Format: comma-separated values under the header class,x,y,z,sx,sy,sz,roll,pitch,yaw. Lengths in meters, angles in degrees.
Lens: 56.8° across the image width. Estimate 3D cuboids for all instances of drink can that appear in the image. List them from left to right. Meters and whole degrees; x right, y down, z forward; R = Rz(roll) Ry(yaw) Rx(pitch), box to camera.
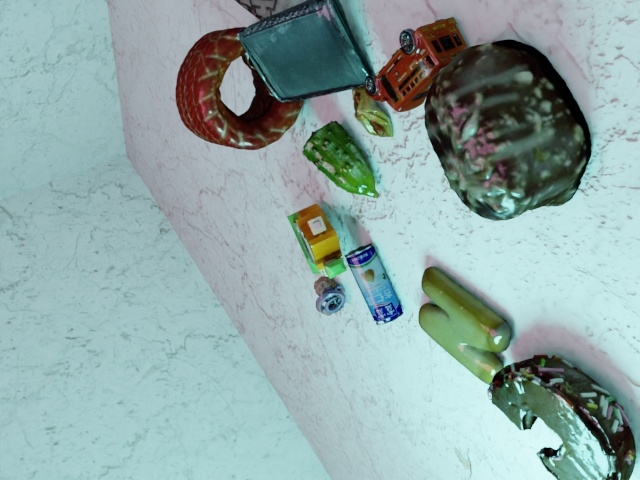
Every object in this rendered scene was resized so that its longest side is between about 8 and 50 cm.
class,x,y,z,sx,sy,sz,roll,pitch,yaw
drink can,0.161,0.131,1.788,0.235,0.097,0.097,66,154,-2

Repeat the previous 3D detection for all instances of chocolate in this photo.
class,x,y,z,sx,sy,sz,roll,pitch,yaw
chocolate,0.314,-0.185,1.075,0.340,0.210,0.225,63,157,2

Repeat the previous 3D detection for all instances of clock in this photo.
class,x,y,z,sx,sy,sz,roll,pitch,yaw
clock,0.000,0.000,1.872,0.220,0.106,0.255,66,172,-5

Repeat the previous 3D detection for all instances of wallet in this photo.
class,x,y,z,sx,sy,sz,roll,pitch,yaw
wallet,-0.035,-0.479,1.514,0.342,0.075,0.237,0,133,45

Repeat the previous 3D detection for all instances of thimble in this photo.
class,x,y,z,sx,sy,sz,roll,pitch,yaw
thimble,-0.236,-0.439,1.736,0.230,0.350,0.350,25,135,56

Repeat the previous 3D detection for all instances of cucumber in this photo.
class,x,y,z,sx,sy,sz,roll,pitch,yaw
cucumber,0.072,-0.203,1.627,0.244,0.134,0.134,46,151,12

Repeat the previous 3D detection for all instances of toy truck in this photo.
class,x,y,z,sx,sy,sz,roll,pitch,yaw
toy truck,0.196,-0.356,1.251,0.114,0.107,0.252,61,154,6

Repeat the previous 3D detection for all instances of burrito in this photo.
class,x,y,z,sx,sy,sz,roll,pitch,yaw
burrito,-0.174,-0.687,1.646,0.445,0.101,0.139,43,159,32

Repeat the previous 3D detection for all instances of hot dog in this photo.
class,x,y,z,sx,sy,sz,roll,pitch,yaw
hot dog,0.118,-0.321,1.483,0.169,0.061,0.078,56,153,14

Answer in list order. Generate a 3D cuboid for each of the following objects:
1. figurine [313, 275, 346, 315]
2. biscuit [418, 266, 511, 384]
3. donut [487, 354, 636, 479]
class,x,y,z,sx,sy,sz,roll,pitch,yaw
figurine,0.033,0.193,2.094,0.157,0.114,0.126,-105,36,-65
biscuit,0.362,0.223,1.538,0.290,0.062,0.237,43,149,39
donut,0.534,0.386,1.288,0.345,0.136,0.259,47,148,29
